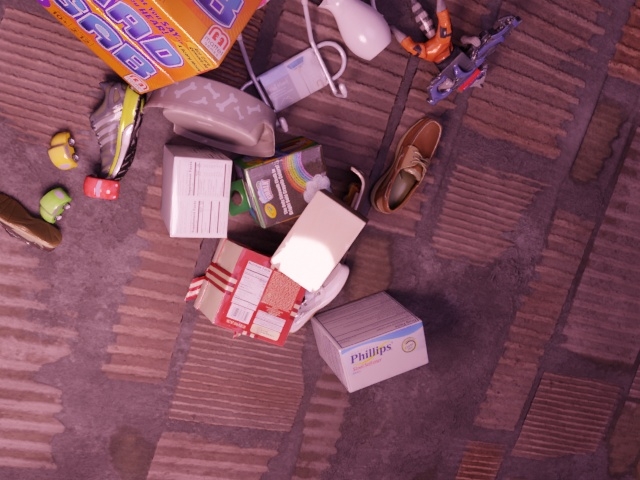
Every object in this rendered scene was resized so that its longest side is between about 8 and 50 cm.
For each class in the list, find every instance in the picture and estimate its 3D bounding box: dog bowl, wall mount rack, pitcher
[{"bbox_3d":[-0.270,-0.318,1.648,0.349,0.349,0.102,17,85,-22],"label":"dog bowl"},{"bbox_3d":[-0.084,-0.483,1.769,0.350,0.130,0.304,-31,112,-9],"label":"wall mount rack"},{"bbox_3d":[0.120,-0.629,1.812,0.178,0.125,0.207,-45,102,-15],"label":"pitcher"}]

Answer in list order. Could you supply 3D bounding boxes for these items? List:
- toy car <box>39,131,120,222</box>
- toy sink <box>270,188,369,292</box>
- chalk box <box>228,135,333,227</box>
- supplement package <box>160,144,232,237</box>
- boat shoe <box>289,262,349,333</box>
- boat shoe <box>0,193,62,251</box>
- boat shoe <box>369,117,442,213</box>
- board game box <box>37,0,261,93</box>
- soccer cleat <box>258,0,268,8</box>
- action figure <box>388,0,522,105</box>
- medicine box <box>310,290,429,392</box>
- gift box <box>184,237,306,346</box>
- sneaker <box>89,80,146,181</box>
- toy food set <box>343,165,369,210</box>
[{"bbox_3d":[-0.660,-0.133,1.672,0.239,0.053,0.225,44,105,8],"label":"toy car"},{"bbox_3d":[0.000,0.000,1.724,0.153,0.131,0.234,35,99,4],"label":"toy sink"},{"bbox_3d":[-0.134,-0.158,1.817,0.289,0.179,0.180,-19,111,-12],"label":"chalk box"},{"bbox_3d":[-0.334,-0.134,1.706,0.145,0.262,0.204,2,104,-19],"label":"supplement package"},{"bbox_3d":[-0.031,0.160,1.979,0.277,0.098,0.096,-46,114,-1],"label":"boat shoe"},{"bbox_3d":[-0.786,-0.040,1.680,0.223,0.080,0.073,35,125,-18],"label":"boat shoe"},{"bbox_3d":[0.277,-0.217,1.969,0.122,0.120,0.324,28,94,-23],"label":"boat shoe"},{"bbox_3d":[-0.355,-0.595,1.407,0.356,0.356,0.356,42,64,-33],"label":"board game box"},{"bbox_3d":[-0.102,-0.760,1.700,0.116,0.143,0.331,36,115,13],"label":"soccer cleat"},{"bbox_3d":[0.397,-0.585,1.887,0.341,0.178,0.330,-36,120,20],"label":"action figure"},{"bbox_3d":[0.144,0.299,1.971,0.263,0.289,0.149,-18,109,-13],"label":"medicine box"},{"bbox_3d":[-0.215,0.151,1.825,0.255,0.258,0.276,28,87,-23],"label":"gift box"},{"bbox_3d":[-0.547,-0.278,1.696,0.121,0.111,0.300,17,99,-3],"label":"sneaker"},{"bbox_3d":[0.055,-0.069,1.890,0.092,0.220,0.306,21,97,5],"label":"toy food set"}]
